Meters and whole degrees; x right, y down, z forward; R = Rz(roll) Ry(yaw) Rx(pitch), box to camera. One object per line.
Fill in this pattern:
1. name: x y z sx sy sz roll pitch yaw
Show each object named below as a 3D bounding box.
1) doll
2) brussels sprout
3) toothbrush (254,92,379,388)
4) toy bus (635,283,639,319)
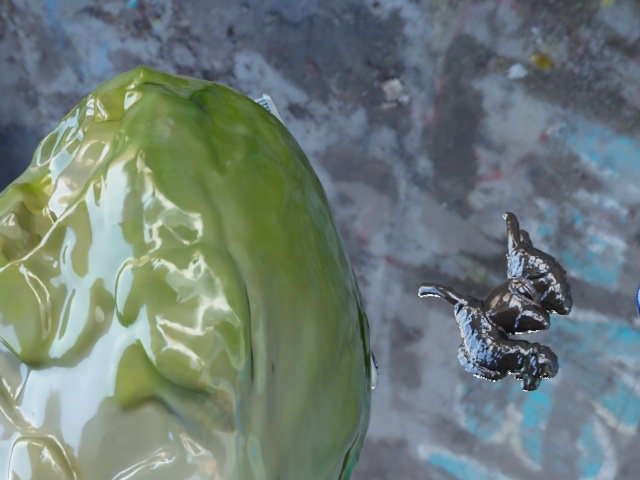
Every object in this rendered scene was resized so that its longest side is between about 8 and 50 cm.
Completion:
1. doll: 0.181 0.066 1.205 0.165 0.139 0.057 51 176 40
2. brussels sprout: -0.109 0.067 0.753 0.268 0.344 0.344 -2 123 14
3. toothbrush: 0.000 0.000 1.062 0.022 0.026 0.263 158 89 -88
4. toy bus: 0.311 0.014 0.569 0.175 0.287 0.138 98 153 -69
